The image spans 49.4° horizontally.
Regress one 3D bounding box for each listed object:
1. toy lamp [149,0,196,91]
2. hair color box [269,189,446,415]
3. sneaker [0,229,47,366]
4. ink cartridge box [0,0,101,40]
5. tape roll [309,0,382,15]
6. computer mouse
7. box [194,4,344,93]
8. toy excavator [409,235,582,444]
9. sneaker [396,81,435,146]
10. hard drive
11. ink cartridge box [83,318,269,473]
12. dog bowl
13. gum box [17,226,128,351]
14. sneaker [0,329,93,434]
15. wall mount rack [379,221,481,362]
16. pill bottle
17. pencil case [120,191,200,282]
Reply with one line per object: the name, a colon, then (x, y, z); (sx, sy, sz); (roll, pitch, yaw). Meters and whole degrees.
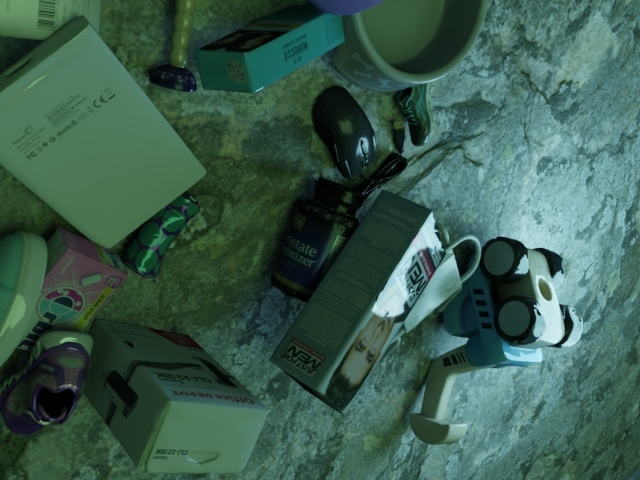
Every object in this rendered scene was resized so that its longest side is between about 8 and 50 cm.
toy lamp: (-0.192, -0.358, 0.995); (0.080, 0.080, 0.274); (0, 113, -40)
hair color box: (0.080, 0.115, 1.277); (0.374, 0.113, 0.185); (-55, 150, -13)
sneaker: (-0.513, 0.128, 0.922); (0.366, 0.135, 0.150); (-57, 137, -4)
ink cartridge box: (-0.381, -0.330, 0.834); (0.219, 0.092, 0.160); (-4, 115, -39)
tape roll: (0.054, -0.471, 1.005); (0.090, 0.275, 0.275); (25, 94, -45)
computer mouse: (0.097, -0.193, 1.328); (0.184, 0.060, 0.262); (-38, 131, -19)
box: (-0.071, -0.297, 1.061); (0.244, 0.100, 0.060); (-42, 134, -42)
toy excavator: (0.389, 0.253, 1.705); (0.222, 0.445, 0.433); (11, 62, -42)
sneaker: (0.180, -0.266, 1.368); (0.076, 0.065, 0.166); (-13, 110, -31)
hard drive: (-0.313, -0.130, 0.961); (0.203, 0.040, 0.307); (-38, 144, -3)
ink cartridge box: (-0.243, 0.245, 1.109); (0.197, 0.273, 0.114); (20, 98, -44)
dog bowl: (0.149, -0.428, 1.198); (0.349, 0.102, 0.349); (-11, 111, -32)
gum box: (-0.391, 0.085, 1.030); (0.188, 0.062, 0.107); (-49, 135, 8)
sneaker: (-0.411, 0.236, 1.033); (0.095, 0.104, 0.236); (13, 132, -38)
wall mount rack: (0.207, 0.127, 1.542); (0.350, 0.130, 0.304); (-36, 126, -22)
pill bottle: (0.000, 0.000, 1.299); (0.123, 0.123, 0.219); (14, 101, -43)
pencil case: (-0.254, -0.013, 1.118); (0.070, 0.064, 0.151); (34, 88, -19)
